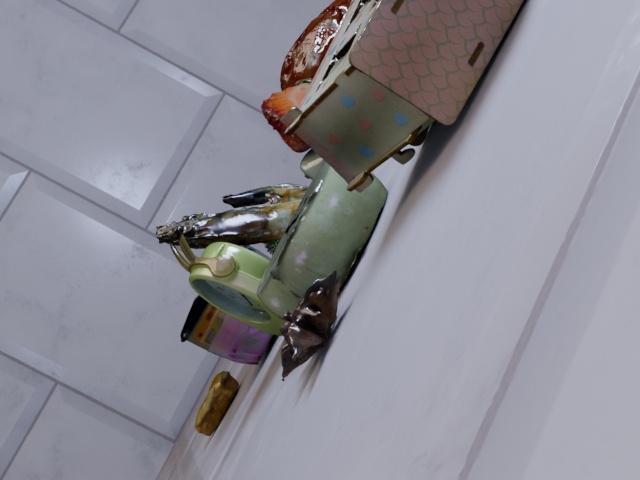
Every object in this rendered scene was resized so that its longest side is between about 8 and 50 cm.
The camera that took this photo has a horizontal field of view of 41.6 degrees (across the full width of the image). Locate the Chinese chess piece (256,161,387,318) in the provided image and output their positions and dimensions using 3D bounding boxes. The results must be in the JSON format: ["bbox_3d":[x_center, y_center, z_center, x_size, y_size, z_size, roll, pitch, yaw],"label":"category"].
[{"bbox_3d":[0.000,0.000,1.116,0.237,0.092,0.238,-60,5,9],"label":"Chinese chess piece"}]

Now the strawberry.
[{"bbox_3d":[-0.029,-0.232,1.653,0.236,0.175,0.106,-56,-38,-48],"label":"strawberry"}]

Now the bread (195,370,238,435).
[{"bbox_3d":[-0.215,0.334,1.728,0.132,0.053,0.074,-62,4,21],"label":"bread"}]

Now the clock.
[{"bbox_3d":[-0.130,0.061,1.291,0.069,0.232,0.170,-64,6,-21],"label":"clock"}]

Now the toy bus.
[{"bbox_3d":[-0.150,0.114,1.634,0.386,0.162,0.171,-91,25,-82],"label":"toy bus"}]

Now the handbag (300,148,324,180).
[{"bbox_3d":[0.082,-0.244,1.652,0.315,0.109,0.241,-57,6,10],"label":"handbag"}]

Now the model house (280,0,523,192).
[{"bbox_3d":[0.116,-0.235,0.930,0.244,0.169,0.326,-44,19,53],"label":"model house"}]

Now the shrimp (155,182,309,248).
[{"bbox_3d":[-0.141,-0.054,1.672,0.233,0.365,0.071,-105,6,-66],"label":"shrimp"}]

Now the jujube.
[{"bbox_3d":[0.069,-0.457,2.115,0.376,0.276,0.276,-59,5,3],"label":"jujube"}]

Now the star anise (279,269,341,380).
[{"bbox_3d":[-0.020,0.099,0.939,0.124,0.056,0.129,-64,5,-23],"label":"star anise"}]

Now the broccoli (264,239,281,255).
[{"bbox_3d":[-0.039,-0.041,1.783,0.204,0.122,0.118,-44,-13,16],"label":"broccoli"}]
